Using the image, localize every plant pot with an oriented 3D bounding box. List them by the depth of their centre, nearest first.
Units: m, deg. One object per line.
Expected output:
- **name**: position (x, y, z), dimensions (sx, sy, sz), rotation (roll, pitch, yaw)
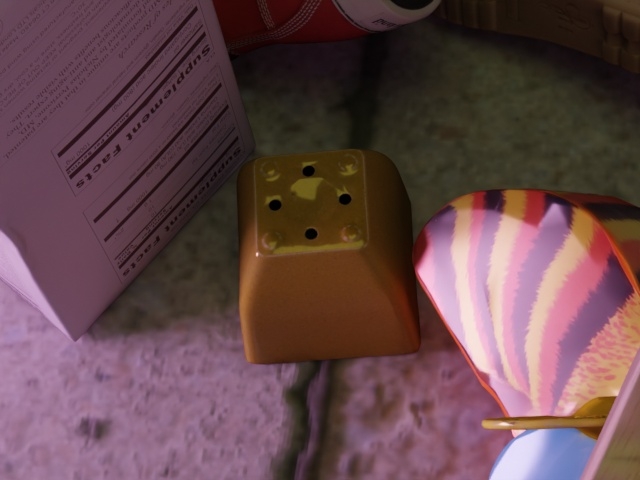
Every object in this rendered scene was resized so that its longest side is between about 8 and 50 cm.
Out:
- **plant pot**: position (0.000, 0.000, 0.711), dimensions (0.081, 0.083, 0.081), rotation (-5, 64, 4)

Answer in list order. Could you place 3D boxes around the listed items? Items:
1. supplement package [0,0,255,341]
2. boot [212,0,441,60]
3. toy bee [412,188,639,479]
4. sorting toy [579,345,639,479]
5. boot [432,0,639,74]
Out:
- **supplement package**: position (-0.134, -0.084, 0.676), dimensions (0.139, 0.244, 0.134), rotation (36, 74, 19)
- **boot**: position (-0.040, -0.207, 0.755), dimensions (0.176, 0.088, 0.244), rotation (-7, 89, 42)
- **toy bee**: position (0.158, 0.091, 0.613), dimensions (0.162, 0.195, 0.298), rotation (-36, 86, 35)
- **sorting toy**: position (0.194, 0.131, 0.466), dimensions (0.255, 0.089, 0.257), rotation (26, 71, 7)
- **boot**: position (0.144, -0.184, 0.801), dimensions (0.248, 0.090, 0.207), rotation (32, 58, 24)
